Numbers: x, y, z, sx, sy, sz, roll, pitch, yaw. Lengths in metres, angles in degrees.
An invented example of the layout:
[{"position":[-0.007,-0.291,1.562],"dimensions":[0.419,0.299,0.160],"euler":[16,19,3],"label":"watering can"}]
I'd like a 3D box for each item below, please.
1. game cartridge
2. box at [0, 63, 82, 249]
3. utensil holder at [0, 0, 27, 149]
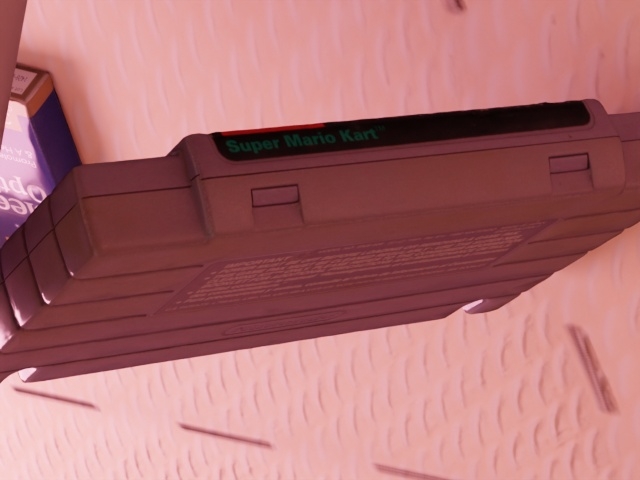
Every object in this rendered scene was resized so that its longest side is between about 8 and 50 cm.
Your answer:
[{"position":[0.000,0.000,1.047],"dimensions":[0.230,0.355,0.068],"euler":[-44,59,54],"label":"game cartridge"},{"position":[-0.224,-0.043,1.399],"dimensions":[0.136,0.036,0.225],"euler":[15,146,24],"label":"box"},{"position":[-0.300,-0.114,0.954],"dimensions":[0.327,0.385,0.327],"euler":[7,161,3],"label":"utensil holder"}]
